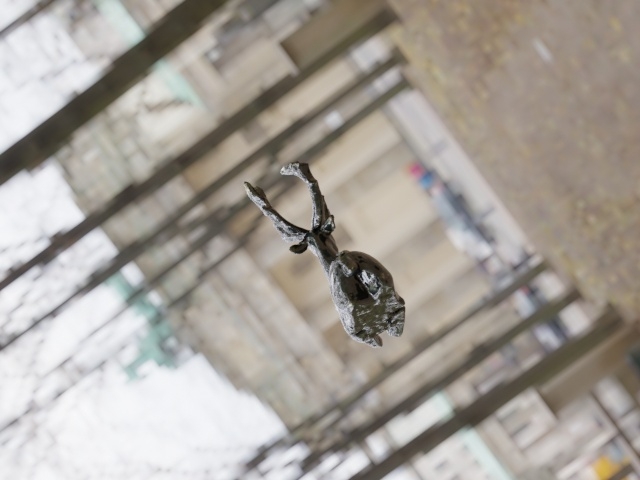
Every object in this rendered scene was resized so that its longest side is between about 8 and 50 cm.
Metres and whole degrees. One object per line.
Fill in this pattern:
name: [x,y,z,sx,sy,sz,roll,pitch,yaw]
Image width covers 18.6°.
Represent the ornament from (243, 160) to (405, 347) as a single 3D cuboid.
ornament: [0.000,0.000,2.175,0.236,0.080,0.202,56,177,21]
